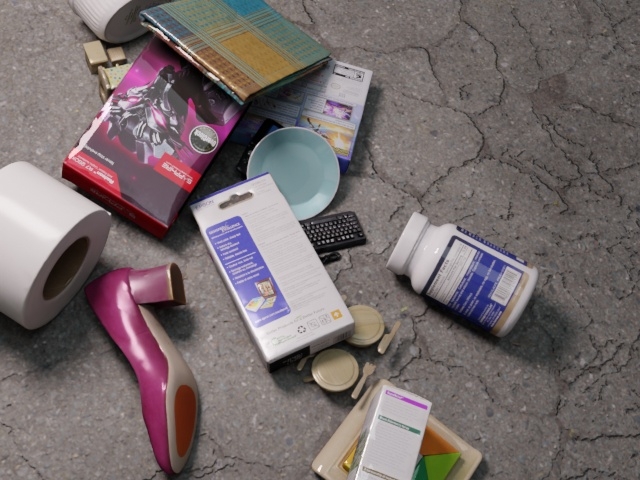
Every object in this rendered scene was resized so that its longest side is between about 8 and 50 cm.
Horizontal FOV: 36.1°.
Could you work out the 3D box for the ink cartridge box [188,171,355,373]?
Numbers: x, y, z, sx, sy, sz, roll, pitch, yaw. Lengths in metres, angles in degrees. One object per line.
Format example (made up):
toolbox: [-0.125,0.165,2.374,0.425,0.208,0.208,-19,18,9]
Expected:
ink cartridge box: [-0.096,0.052,1.837,0.176,0.069,0.371,-23,64,-13]

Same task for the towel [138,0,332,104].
towel: [-0.159,-0.395,1.941,0.271,0.040,0.370,39,33,7]

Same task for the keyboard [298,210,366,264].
keyboard: [0.000,0.000,1.931,0.180,0.023,0.108,-13,64,-16]

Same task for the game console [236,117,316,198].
game console: [-0.088,-0.162,1.960,0.122,0.071,0.107,32,59,-11]

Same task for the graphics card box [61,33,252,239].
graphics card box: [-0.299,-0.219,1.892,0.233,0.094,0.371,33,71,-5]

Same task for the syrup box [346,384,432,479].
syrup box: [0.106,0.373,1.649,0.096,0.093,0.237,22,61,-2]

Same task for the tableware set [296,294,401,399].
tableware set: [0.050,0.203,1.815,0.128,0.039,0.194,26,56,13]

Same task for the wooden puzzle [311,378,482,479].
wooden puzzle: [0.138,0.385,1.726,0.238,0.044,0.221,36,61,10]

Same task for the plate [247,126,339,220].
plate: [-0.055,-0.132,1.951,0.188,0.024,0.188,-2,98,-14]

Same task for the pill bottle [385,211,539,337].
pill bottle: [0.267,0.060,1.873,0.264,0.153,0.153,29,59,6]

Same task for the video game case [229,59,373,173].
video game case: [-0.045,-0.284,2.061,0.269,0.061,0.244,16,59,-2]

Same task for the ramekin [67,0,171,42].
ramekin: [-0.407,-0.503,2.038,0.207,0.207,0.109,-31,79,-25]

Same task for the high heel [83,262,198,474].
high heel: [-0.319,0.227,1.717,0.181,0.127,0.377,-13,65,15]

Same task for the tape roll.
tape roll: [-0.503,0.008,1.699,0.169,0.246,0.246,30,60,7]

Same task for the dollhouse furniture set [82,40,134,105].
dollhouse furniture set: [-0.376,-0.369,2.021,0.182,0.101,0.161,-18,66,-20]
